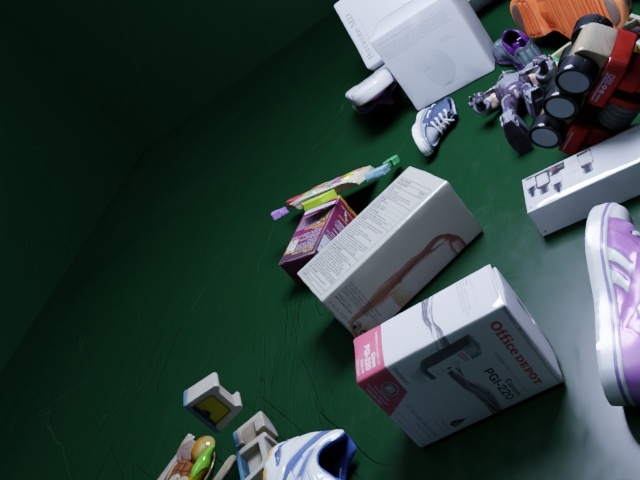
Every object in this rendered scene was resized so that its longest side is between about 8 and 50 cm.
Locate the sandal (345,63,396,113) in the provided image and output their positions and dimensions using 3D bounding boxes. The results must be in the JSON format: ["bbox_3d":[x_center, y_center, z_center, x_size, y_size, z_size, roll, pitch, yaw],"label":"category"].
[{"bbox_3d":[0.154,-0.409,1.802,0.169,0.102,0.416,-32,11,19],"label":"sandal"}]

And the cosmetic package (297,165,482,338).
[{"bbox_3d":[0.121,0.022,1.163,0.296,0.129,0.153,-43,24,-1],"label":"cosmetic package"}]

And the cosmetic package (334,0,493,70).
[{"bbox_3d":[0.296,-0.713,1.886,0.453,0.230,0.161,-30,-5,24],"label":"cosmetic package"}]

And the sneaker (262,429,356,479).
[{"bbox_3d":[-0.012,0.367,0.839,0.131,0.112,0.296,-28,31,19],"label":"sneaker"}]

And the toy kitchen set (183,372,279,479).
[{"bbox_3d":[-0.151,0.340,1.007,0.122,0.166,0.207,-40,25,4],"label":"toy kitchen set"}]

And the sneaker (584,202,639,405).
[{"bbox_3d":[0.407,0.057,0.756,0.161,0.102,0.282,-19,44,33],"label":"sneaker"}]

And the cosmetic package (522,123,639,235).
[{"bbox_3d":[0.435,-0.102,0.991,0.239,0.060,0.099,-28,30,28],"label":"cosmetic package"}]

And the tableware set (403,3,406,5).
[{"bbox_3d":[0.297,-0.579,1.778,0.128,0.194,0.039,-15,2,40],"label":"tableware set"}]

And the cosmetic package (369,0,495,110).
[{"bbox_3d":[0.283,-0.490,1.613,0.224,0.225,0.138,-24,31,32],"label":"cosmetic package"}]

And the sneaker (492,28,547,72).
[{"bbox_3d":[0.442,-0.455,1.480,0.083,0.098,0.224,-38,26,9],"label":"sneaker"}]

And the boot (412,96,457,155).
[{"bbox_3d":[0.264,-0.267,1.473,0.086,0.069,0.190,-31,26,29],"label":"boot"}]

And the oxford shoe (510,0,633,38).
[{"bbox_3d":[0.526,-0.494,1.317,0.132,0.130,0.364,-34,24,1],"label":"oxford shoe"}]

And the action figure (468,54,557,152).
[{"bbox_3d":[0.397,-0.293,1.302,0.185,0.099,0.285,-36,23,24],"label":"action figure"}]

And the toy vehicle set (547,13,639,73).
[{"bbox_3d":[0.561,-0.353,1.230,0.166,0.035,0.267,-36,26,13],"label":"toy vehicle set"}]

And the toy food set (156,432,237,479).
[{"bbox_3d":[-0.241,0.411,1.169,0.192,0.038,0.132,-3,46,53],"label":"toy food set"}]

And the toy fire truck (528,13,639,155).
[{"bbox_3d":[0.488,-0.227,1.015,0.217,0.246,0.158,90,-155,-63],"label":"toy fire truck"}]

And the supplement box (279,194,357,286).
[{"bbox_3d":[0.000,0.000,1.418,0.104,0.081,0.188,-19,33,39],"label":"supplement box"}]

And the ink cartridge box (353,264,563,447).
[{"bbox_3d":[0.176,0.155,0.844,0.218,0.158,0.092,-33,26,18],"label":"ink cartridge box"}]

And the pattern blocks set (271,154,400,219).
[{"bbox_3d":[0.029,-0.125,1.506,0.325,0.026,0.285,-22,10,19],"label":"pattern blocks set"}]
